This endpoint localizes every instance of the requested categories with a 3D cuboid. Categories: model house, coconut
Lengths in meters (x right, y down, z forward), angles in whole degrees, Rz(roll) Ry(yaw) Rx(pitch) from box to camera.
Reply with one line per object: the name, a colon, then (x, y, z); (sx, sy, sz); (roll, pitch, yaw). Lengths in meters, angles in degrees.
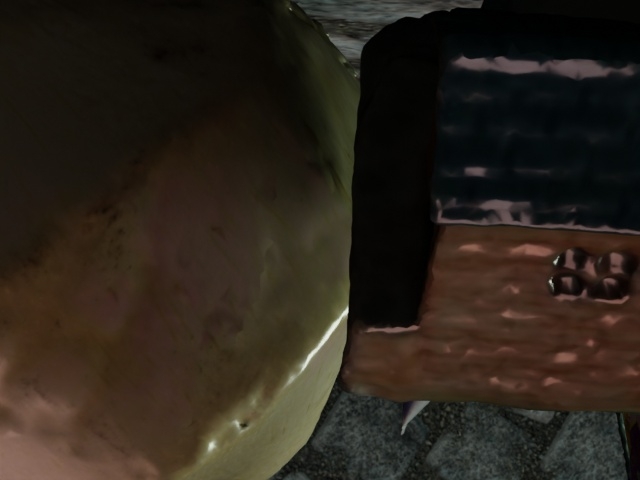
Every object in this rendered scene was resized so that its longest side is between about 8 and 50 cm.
model house: (0.150, -0.071, 0.724); (0.267, 0.194, 0.325); (4, 155, 1)
coconut: (-0.124, 0.008, 0.946); (0.353, 0.352, 0.352); (3, 176, 0)

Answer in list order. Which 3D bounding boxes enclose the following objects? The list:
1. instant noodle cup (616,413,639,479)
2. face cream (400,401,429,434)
instant noodle cup: (0.397, 0.077, 1.674); (0.266, 0.339, 0.340); (-8, 175, 5)
face cream: (0.159, 0.052, 1.863); (0.137, 0.234, 0.420); (26, 162, 5)
